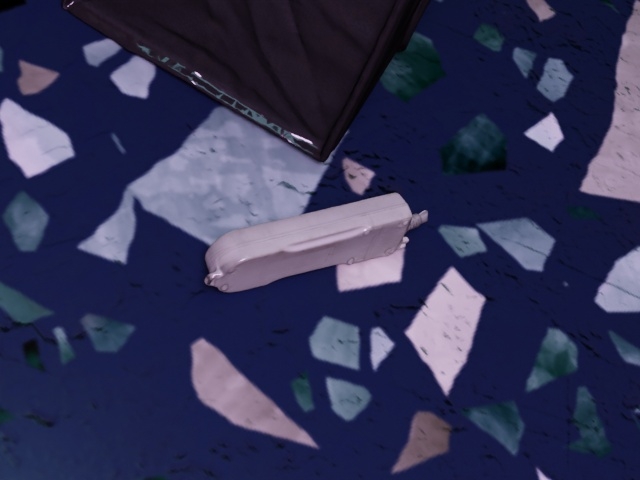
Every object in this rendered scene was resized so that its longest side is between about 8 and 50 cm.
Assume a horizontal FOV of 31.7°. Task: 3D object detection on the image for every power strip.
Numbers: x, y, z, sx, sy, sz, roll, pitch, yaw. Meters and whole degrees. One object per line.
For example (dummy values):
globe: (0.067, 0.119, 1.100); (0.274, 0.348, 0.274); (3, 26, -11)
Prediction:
power strip: (0.000, 0.000, 0.825); (0.191, 0.047, 0.030); (-14, 59, -27)

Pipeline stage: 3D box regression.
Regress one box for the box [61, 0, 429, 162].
box: (-0.016, -0.266, 0.811); (0.251, 0.345, 0.204); (31, 56, 2)
